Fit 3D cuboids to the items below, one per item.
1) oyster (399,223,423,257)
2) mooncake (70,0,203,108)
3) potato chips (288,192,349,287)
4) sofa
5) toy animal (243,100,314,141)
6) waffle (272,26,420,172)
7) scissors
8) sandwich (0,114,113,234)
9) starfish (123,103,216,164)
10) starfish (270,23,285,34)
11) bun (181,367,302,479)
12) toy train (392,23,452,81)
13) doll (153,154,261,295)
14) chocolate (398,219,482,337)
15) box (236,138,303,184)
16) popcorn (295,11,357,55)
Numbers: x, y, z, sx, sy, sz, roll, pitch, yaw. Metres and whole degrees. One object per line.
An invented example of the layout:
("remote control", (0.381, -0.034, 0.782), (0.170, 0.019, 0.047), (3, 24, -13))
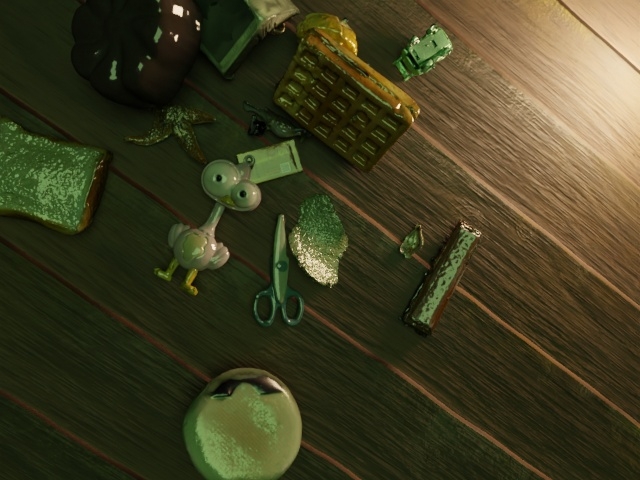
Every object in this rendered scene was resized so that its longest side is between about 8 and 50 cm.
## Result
("oyster", (0.251, 0.004, 1.387), (0.051, 0.034, 0.093), (42, 94, 9))
("mooncake", (-0.415, -0.458, 1.156), (0.305, 0.154, 0.306), (0, 90, 21))
("potato chips", (0.002, -0.002, 1.328), (0.167, 0.059, 0.229), (16, 81, -17))
("sofa", (-0.210, -0.550, 1.261), (0.210, 0.225, 0.176), (46, 38, -6))
("toy animal", (-0.103, -0.291, 1.309), (0.202, 0.070, 0.105), (12, 56, -10))
("waffle", (0.054, -0.337, 1.263), (0.327, 0.224, 0.098), (35, 47, -9))
("scissors", (-0.104, 0.075, 1.314), (0.138, 0.041, 0.289), (2, 88, -22))
("sandwich", (-0.641, -0.145, 1.196), (0.251, 0.087, 0.226), (16, 87, -10))
("starfish", (-0.380, -0.279, 1.268), (0.247, 0.050, 0.138), (16, 84, 1))
("starfish", (-0.170, -0.608, 1.302), (0.209, 0.053, 0.150), (44, 90, -11))
("bun", (-0.189, 0.449, 1.236), (0.283, 0.179, 0.283), (7, 69, -20))
("toy train", (0.276, -0.500, 1.379), (0.149, 0.081, 0.099), (-38, 96, -15))
("doll", (-0.261, -0.051, 1.257), (0.160, 0.094, 0.365), (29, 87, 6))
("chocolate", (0.333, 0.103, 1.384), (0.102, 0.065, 0.329), (31, 86, -9))
("box", (-0.130, -0.198, 1.324), (0.156, 0.022, 0.089), (-19, 94, -10))
("popcorn", (0.018, -0.493, 1.296), (0.167, 0.148, 0.152), (43, 113, 9))
